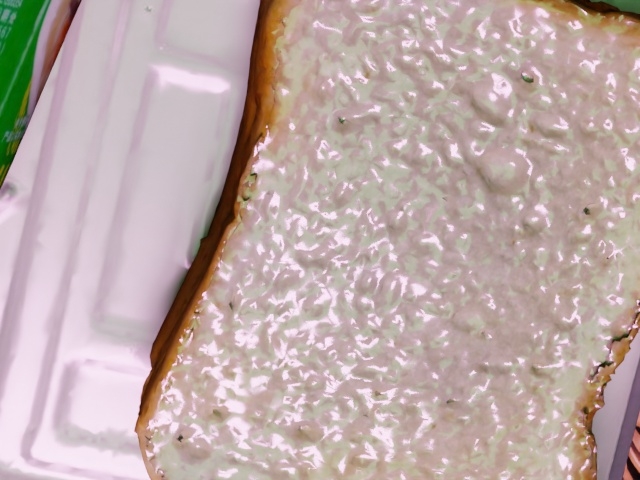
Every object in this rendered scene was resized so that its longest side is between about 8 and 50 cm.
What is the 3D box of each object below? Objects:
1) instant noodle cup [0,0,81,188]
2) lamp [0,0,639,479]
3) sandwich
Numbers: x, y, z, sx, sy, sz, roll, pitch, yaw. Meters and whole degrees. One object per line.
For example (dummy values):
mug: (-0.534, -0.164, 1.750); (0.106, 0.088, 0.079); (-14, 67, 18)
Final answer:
instant noodle cup: (-0.143, -0.129, 0.579); (0.207, 0.207, 0.232); (18, 98, -10)
lamp: (0.000, 0.000, 0.711); (0.269, 0.047, 0.266); (11, 99, -9)
sandwich: (0.044, 0.010, 0.661); (0.186, 0.065, 0.214); (19, 98, -10)
